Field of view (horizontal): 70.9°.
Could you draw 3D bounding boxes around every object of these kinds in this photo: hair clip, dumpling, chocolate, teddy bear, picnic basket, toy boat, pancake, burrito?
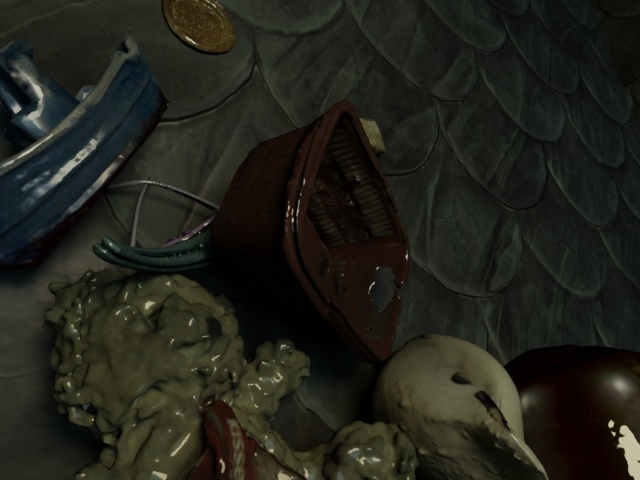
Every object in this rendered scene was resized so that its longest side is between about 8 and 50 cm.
[{"bbox_3d":[-0.140,0.012,0.451,0.039,0.070,0.229,37,14,10],"label":"hair clip"},{"bbox_3d":[0.157,0.236,0.538,0.243,0.175,0.227,-48,120,-71],"label":"dumpling"},{"bbox_3d":[0.379,0.308,0.604,0.383,0.383,0.332,13,64,-32],"label":"chocolate"},{"bbox_3d":[-0.108,0.174,0.396,0.368,0.224,0.357,62,30,2],"label":"teddy bear"},{"bbox_3d":[0.000,0.000,0.530,0.297,0.129,0.223,57,43,-46],"label":"picnic basket"},{"bbox_3d":[-0.264,-0.107,0.437,0.142,0.129,0.309,44,52,-28],"label":"toy boat"},{"bbox_3d":[-0.178,-0.326,0.666,0.114,0.011,0.115,16,63,-33],"label":"pancake"},{"bbox_3d":[0.059,-0.183,0.763,0.149,0.055,0.041,7,38,-33],"label":"burrito"}]

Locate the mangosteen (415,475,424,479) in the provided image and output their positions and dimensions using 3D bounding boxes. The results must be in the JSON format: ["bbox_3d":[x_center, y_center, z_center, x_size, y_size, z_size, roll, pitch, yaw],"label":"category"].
[{"bbox_3d":[0.118,0.381,0.481,0.231,0.231,0.289,53,30,-8],"label":"mangosteen"}]

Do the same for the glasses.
[{"bbox_3d":[-0.184,-0.040,0.509,0.104,0.062,0.140,55,42,-3],"label":"glasses"}]
